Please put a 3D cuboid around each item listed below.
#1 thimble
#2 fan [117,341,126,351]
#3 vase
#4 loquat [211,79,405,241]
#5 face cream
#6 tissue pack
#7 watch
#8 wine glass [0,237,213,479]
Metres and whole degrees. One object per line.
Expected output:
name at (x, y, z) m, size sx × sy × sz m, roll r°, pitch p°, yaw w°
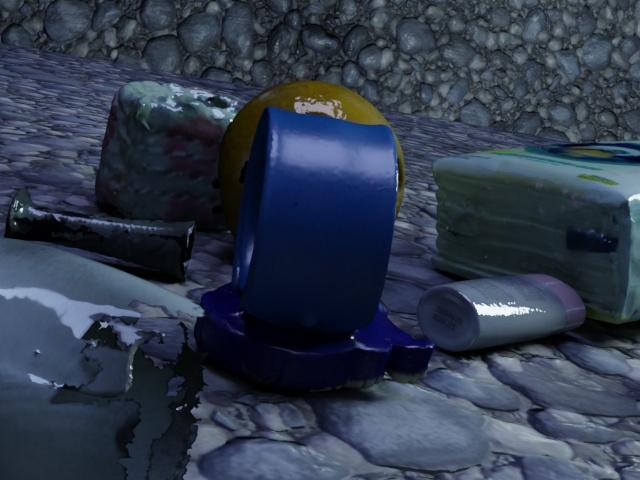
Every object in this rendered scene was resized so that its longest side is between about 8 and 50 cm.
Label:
thimble at (-0.163, -0.101, 1.234) m, size 0.185 × 0.149 × 0.211 m, roll 20°, pitch 14°, yaw 27°
fan at (-0.206, 0.067, 0.770) m, size 0.152 × 0.008 × 0.227 m, roll 10°, pitch 13°, yaw -1°
vase at (-0.202, -0.005, 0.982) m, size 0.167 × 0.059 × 0.059 m, roll 11°, pitch 12°, yaw -2°
loquat at (-0.014, -0.070, 1.117) m, size 0.213 × 0.213 × 0.213 m, roll 11°, pitch 12°, yaw -2°
face cream at (0.172, 0.066, 1.000) m, size 0.084 × 0.057 × 0.198 m, roll 31°, pitch 20°, yaw 36°
tissue pack at (0.358, -0.025, 1.234) m, size 0.388 × 0.162 × 0.287 m, roll -7°, pitch 16°, yaw -37°
watch at (-0.005, 0.002, 0.807) m, size 0.171 × 0.200 × 0.196 m, roll 4°, pitch 18°, yaw -18°
wine glass at (-0.216, 0.052, 0.545) m, size 0.321 × 0.143 × 0.143 m, roll 15°, pitch 13°, yaw 8°
